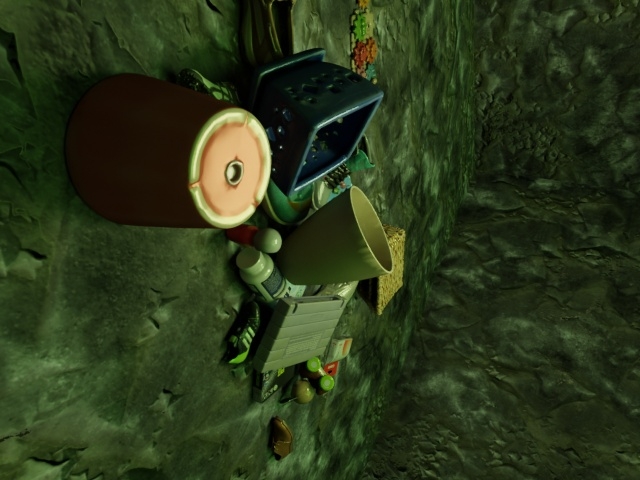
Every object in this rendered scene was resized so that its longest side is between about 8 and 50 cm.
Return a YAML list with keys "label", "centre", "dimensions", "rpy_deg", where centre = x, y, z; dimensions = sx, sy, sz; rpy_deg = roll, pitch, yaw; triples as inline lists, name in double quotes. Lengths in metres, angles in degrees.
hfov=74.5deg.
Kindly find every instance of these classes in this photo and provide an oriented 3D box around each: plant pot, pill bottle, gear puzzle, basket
- label: "plant pot"
  centre: [-0.038, -0.278, 0.945]
  dimensions: [0.236, 0.212, 0.236]
  rpy_deg: [-36, 167, -34]
- label: "plant pot"
  centre: [-0.238, -0.138, 0.728]
  dimensions: [0.275, 0.243, 0.274]
  rpy_deg: [-37, 134, -51]
- label: "plant pot"
  centre: [0.025, 0.022, 1.177]
  dimensions: [0.256, 0.274, 0.256]
  rpy_deg: [51, 24, -34]
- label: "pill bottle"
  centre: [-0.161, 0.090, 1.136]
  dimensions: [0.094, 0.094, 0.169]
  rpy_deg: [-62, 150, -25]
- label: "gear puzzle"
  centre: [0.156, -0.681, 1.410]
  dimensions: [0.175, 0.044, 0.338]
  rpy_deg: [-42, 138, -46]
- label: "basket"
  centre: [0.194, 0.099, 1.671]
  dimensions: [0.223, 0.214, 0.299]
  rpy_deg: [-41, 138, -43]

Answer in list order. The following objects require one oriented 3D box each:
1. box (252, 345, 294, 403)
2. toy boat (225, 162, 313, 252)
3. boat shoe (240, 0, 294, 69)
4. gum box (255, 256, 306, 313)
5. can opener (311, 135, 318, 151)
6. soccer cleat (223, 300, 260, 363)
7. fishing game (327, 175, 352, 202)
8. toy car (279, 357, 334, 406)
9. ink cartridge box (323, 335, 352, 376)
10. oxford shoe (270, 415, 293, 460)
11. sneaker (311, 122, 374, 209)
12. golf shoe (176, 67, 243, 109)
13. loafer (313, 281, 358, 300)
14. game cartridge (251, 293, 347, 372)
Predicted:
- label: "box"
  centre: [-0.145, 0.398, 1.365]
  dimensions: [0.184, 0.045, 0.190]
  rpy_deg: [-21, 121, -55]
- label: "toy boat"
  centre: [-0.106, -0.100, 1.091]
  dimensions: [0.318, 0.148, 0.267]
  rpy_deg: [-59, 148, -29]
- label: "boat shoe"
  centre: [-0.103, -0.540, 0.916]
  dimensions: [0.122, 0.120, 0.323]
  rpy_deg: [-38, 135, -50]
- label: "gum box"
  centre: [-0.113, 0.152, 1.310]
  dimensions: [0.156, 0.041, 0.184]
  rpy_deg: [-65, 150, -20]
- label: "can opener"
  centre: [-0.046, -0.341, 1.197]
  dimensions: [0.095, 0.076, 0.283]
  rpy_deg: [-93, 177, -56]
- label: "soccer cleat"
  centre: [-0.215, 0.254, 1.154]
  dimensions: [0.072, 0.060, 0.178]
  rpy_deg: [13, 94, -61]
- label: "fishing game"
  centre: [0.076, -0.160, 1.514]
  dimensions: [0.189, 0.041, 0.264]
  rpy_deg: [-56, 144, -31]
- label: "toy car"
  centre: [-0.067, 0.510, 1.479]
  dimensions: [0.188, 0.149, 0.155]
  rpy_deg: [-35, 173, -17]
- label: "ink cartridge box"
  centre: [0.073, 0.510, 1.824]
  dimensions: [0.145, 0.045, 0.179]
  rpy_deg: [13, 88, -62]
- label: "oxford shoe"
  centre: [-0.143, 0.707, 1.491]
  dimensions: [0.076, 0.076, 0.212]
  rpy_deg: [-32, 130, -39]
- label: "sneaker"
  centre: [0.074, -0.227, 1.318]
  dimensions: [0.124, 0.179, 0.295]
  rpy_deg: [22, 82, -57]
- label: "golf shoe"
  centre: [-0.223, -0.303, 0.872]
  dimensions: [0.198, 0.077, 0.093]
  rpy_deg: [46, 51, -66]
- label: "loafer"
  centre: [0.048, 0.214, 1.578]
  dimensions: [0.319, 0.112, 0.111]
  rpy_deg: [-40, 141, -37]
- label: "game cartridge"
  centre: [-0.057, 0.280, 1.315]
  dimensions: [0.355, 0.068, 0.230]
  rpy_deg: [10, 110, -60]
